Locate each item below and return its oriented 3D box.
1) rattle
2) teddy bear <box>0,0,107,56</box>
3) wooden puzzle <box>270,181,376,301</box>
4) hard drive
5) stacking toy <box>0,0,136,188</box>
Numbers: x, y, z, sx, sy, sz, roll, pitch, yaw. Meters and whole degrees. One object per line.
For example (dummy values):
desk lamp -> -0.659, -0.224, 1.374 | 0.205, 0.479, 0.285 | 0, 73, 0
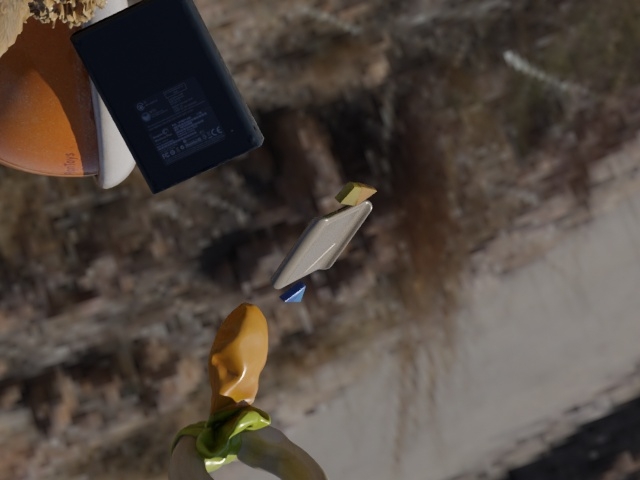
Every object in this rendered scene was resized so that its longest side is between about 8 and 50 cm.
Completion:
rattle -> -0.020, 0.164, 1.411 | 0.130, 0.199, 0.143 | 24, 107, -33
teddy bear -> -0.171, -0.251, 1.169 | 0.113, 0.338, 0.245 | 15, 153, 18
wooden puzzle -> 0.000, 0.000, 1.373 | 0.116, 0.014, 0.078 | -53, 162, 21
hard drive -> -0.114, -0.113, 1.465 | 0.094, 0.135, 0.022 | -24, -164, 12
stacking toy -> -0.408, -0.185, 1.720 | 0.480, 0.350, 0.350 | -10, 160, -10
